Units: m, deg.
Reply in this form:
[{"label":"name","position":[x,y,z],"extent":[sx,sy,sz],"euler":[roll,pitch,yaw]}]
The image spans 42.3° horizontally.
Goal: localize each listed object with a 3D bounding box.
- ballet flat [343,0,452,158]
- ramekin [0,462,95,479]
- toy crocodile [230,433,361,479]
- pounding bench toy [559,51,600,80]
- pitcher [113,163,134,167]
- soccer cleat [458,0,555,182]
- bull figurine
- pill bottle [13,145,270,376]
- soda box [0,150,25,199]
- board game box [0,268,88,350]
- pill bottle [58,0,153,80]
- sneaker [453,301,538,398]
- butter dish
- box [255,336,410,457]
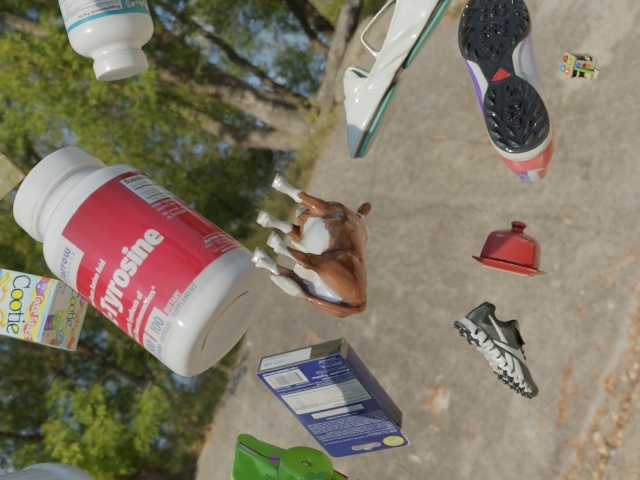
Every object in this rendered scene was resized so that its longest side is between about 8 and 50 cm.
[{"label":"ballet flat","position":[0.127,-0.366,1.726],"extent":[0.400,0.139,0.139],"euler":[-61,0,22]},{"label":"ramekin","position":[-0.270,0.301,0.713],"extent":[0.109,0.207,0.207],"euler":[12,-78,-53]},{"label":"toy crocodile","position":[0.036,0.316,0.946],"extent":[0.105,0.340,0.115],"euler":[-18,-60,-55]},{"label":"pounding bench toy","position":[0.593,-0.395,1.890],"extent":[0.083,0.065,0.052],"euler":[-110,25,-61]},{"label":"pitcher","position":[-0.524,-0.087,2.147],"extent":[0.207,0.125,0.178],"euler":[-97,20,-51]},{"label":"soccer cleat","position":[0.273,-0.232,1.207],"extent":[0.116,0.108,0.318],"euler":[51,-152,-56]},{"label":"bull figurine","position":[0.000,0.000,1.240],"extent":[0.101,0.188,0.310],"euler":[-60,15,22]},{"label":"pill bottle","position":[-0.303,0.021,1.376],"extent":[0.229,0.407,0.229],"euler":[-49,-17,-20]},{"label":"soda box","position":[-0.648,-0.085,1.569],"extent":[0.181,0.061,0.058],"euler":[-44,25,-7]},{"label":"board game box","position":[-0.684,0.146,1.855],"extent":[0.142,0.275,0.144],"euler":[45,-124,-69]},{"label":"pill bottle","position":[-0.376,-0.416,1.424],"extent":[0.146,0.146,0.264],"euler":[-42,-63,-83]},{"label":"sneaker","position":[0.379,0.216,1.667],"extent":[0.106,0.234,0.078],"euler":[-45,10,-10]},{"label":"butter dish","position":[0.437,0.014,1.868],"extent":[0.160,0.159,0.118],"euler":[9,-87,-68]},{"label":"box","position":[0.024,0.230,1.180],"extent":[0.225,0.136,0.036],"euler":[55,-150,-34]}]
